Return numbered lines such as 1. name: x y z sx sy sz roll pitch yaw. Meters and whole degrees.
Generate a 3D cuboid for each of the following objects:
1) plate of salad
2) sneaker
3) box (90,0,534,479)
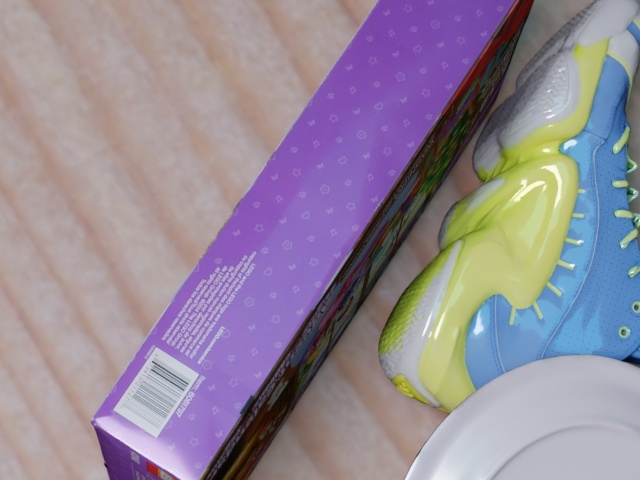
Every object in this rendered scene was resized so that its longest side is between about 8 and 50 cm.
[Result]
1. plate of salad: 0.113 0.153 0.944 0.200 0.048 0.199 -3 98 -26
2. sneaker: 0.132 -0.005 1.002 0.126 0.091 0.240 32 81 -7
3. box: 0.000 0.000 0.922 0.057 0.201 0.293 32 75 6
